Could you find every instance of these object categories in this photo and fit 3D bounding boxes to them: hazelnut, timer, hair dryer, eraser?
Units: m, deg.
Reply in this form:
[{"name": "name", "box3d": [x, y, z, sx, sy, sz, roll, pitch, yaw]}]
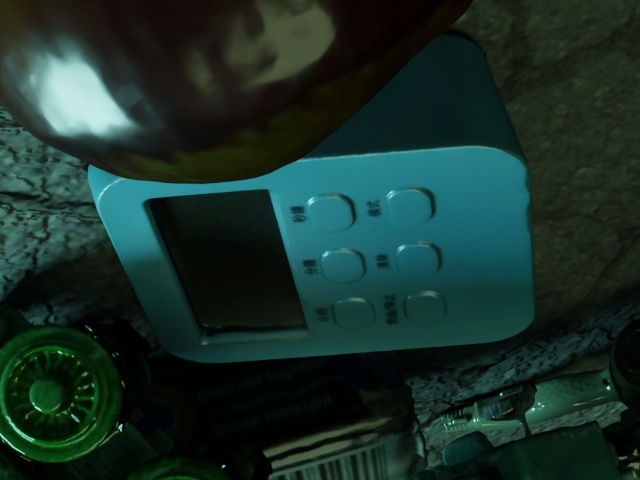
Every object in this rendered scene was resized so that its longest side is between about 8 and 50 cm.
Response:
[{"name": "hazelnut", "box3d": [-0.058, -0.132, 0.634, 0.251, 0.217, 0.217, -15, 155, 40]}, {"name": "timer", "box3d": [0.000, 0.000, 0.942, 0.250, 0.091, 0.232, -15, 147, 1]}, {"name": "hair dryer", "box3d": [0.249, 0.133, 1.278, 0.225, 0.088, 0.219, -27, 152, 35]}, {"name": "eraser", "box3d": [-0.090, 0.161, 1.116, 0.332, 0.102, 0.155, -15, 148, -3]}]

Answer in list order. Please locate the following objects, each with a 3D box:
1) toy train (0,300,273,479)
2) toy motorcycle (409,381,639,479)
[{"name": "toy train", "box3d": [-0.150, 0.170, 0.959, 0.202, 0.266, 0.145, -46, 176, 1]}, {"name": "toy motorcycle", "box3d": [0.134, 0.185, 1.135, 0.296, 0.109, 0.198, -6, 158, -42]}]
